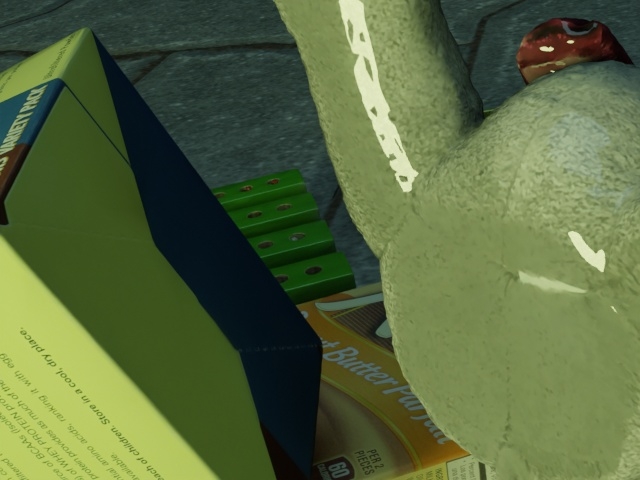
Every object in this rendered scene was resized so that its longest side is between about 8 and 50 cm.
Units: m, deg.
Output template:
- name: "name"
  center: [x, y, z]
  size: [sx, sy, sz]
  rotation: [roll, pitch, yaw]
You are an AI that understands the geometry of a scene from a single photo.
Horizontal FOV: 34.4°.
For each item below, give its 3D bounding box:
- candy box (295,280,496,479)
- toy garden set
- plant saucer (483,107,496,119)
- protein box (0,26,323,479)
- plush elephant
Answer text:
- name: "candy box"
  center: [0.046, 0.102, 0.598]
  size: [0.316, 0.088, 0.183]
  rotation: [-16, 28, -12]
- name: "toy garden set"
  center: [0.000, 0.000, 0.880]
  size: [0.203, 0.049, 0.244]
  rotation: [-14, 25, -5]
- name: "plant saucer"
  center: [0.171, -0.075, 0.980]
  size: [0.188, 0.045, 0.188]
  rotation: [-8, 25, 1]
- name: "protein box"
  center: [-0.136, 0.057, 0.445]
  size: [0.201, 0.200, 0.136]
  rotation: [-22, 33, 20]
- name: "plush elephant"
  center: [0.163, -0.015, 0.421]
  size: [0.255, 0.330, 0.271]
  rotation: [-26, 27, -37]
